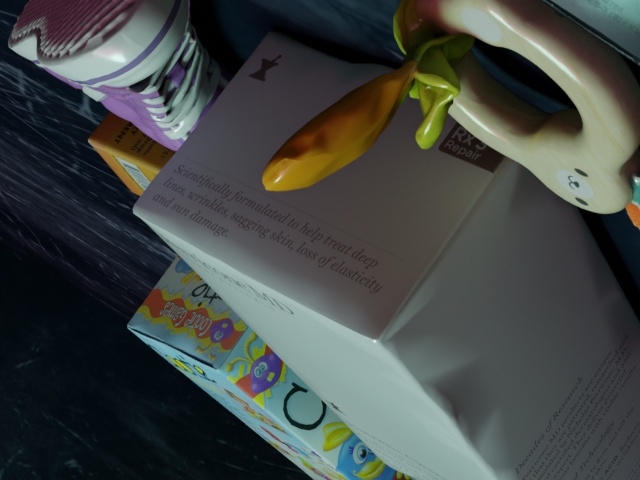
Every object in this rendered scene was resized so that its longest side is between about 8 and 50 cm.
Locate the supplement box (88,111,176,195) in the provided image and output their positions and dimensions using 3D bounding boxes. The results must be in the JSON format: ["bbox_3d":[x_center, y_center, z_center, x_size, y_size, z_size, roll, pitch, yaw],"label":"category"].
[{"bbox_3d":[-0.070,-0.054,1.057,0.233,0.078,0.080,23,160,38],"label":"supplement box"}]

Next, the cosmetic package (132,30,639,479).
[{"bbox_3d":[0.079,0.055,0.906,0.217,0.156,0.385,25,165,41],"label":"cosmetic package"}]

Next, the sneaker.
[{"bbox_3d":[-0.097,-0.116,0.883,0.161,0.102,0.282,36,178,-20],"label":"sneaker"}]

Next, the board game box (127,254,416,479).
[{"bbox_3d":[0.002,0.106,1.152,0.144,0.142,0.275,17,158,51],"label":"board game box"}]

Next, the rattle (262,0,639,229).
[{"bbox_3d":[0.097,-0.023,0.643,0.199,0.142,0.130,47,145,-22],"label":"rattle"}]

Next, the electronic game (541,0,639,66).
[{"bbox_3d":[0.101,-0.086,0.447,0.229,0.048,0.229,32,-167,-8],"label":"electronic game"}]
